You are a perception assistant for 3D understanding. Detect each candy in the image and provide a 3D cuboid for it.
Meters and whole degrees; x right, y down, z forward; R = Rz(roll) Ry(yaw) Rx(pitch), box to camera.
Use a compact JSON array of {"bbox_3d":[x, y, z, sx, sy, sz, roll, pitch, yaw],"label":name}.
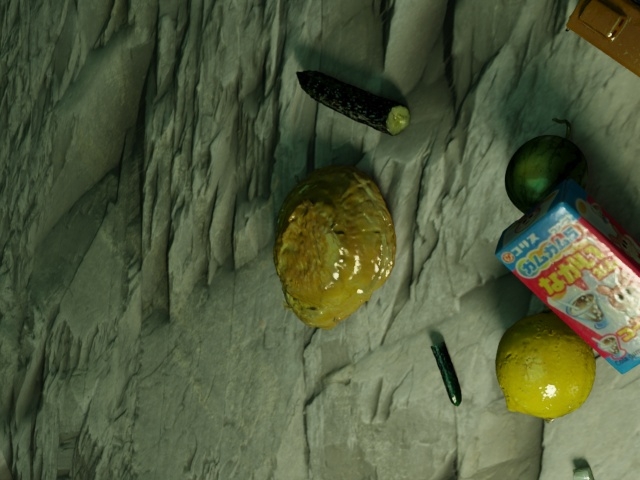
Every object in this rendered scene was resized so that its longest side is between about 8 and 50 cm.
[{"bbox_3d":[0.455,0.061,1.347,0.306,0.100,0.157,44,126,-3],"label":"candy"}]

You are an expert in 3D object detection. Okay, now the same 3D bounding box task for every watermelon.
[{"bbox_3d":[0.407,-0.127,1.432,0.140,0.141,0.187,23,71,36],"label":"watermelon"}]

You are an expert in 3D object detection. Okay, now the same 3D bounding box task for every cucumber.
[{"bbox_3d":[0.058,-0.303,1.742,0.300,0.072,0.072,31,113,34],"label":"cucumber"},{"bbox_3d":[0.260,0.273,1.656,0.032,0.032,0.133,-26,77,39],"label":"cucumber"}]

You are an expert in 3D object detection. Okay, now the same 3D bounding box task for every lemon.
[{"bbox_3d":[0.400,0.218,1.445,0.173,0.173,0.206,12,87,39],"label":"lemon"}]

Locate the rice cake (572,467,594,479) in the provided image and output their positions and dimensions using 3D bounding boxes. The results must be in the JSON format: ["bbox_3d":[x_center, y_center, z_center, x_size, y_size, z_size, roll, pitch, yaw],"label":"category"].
[{"bbox_3d":[0.495,0.505,1.483,0.042,0.030,0.180,-19,82,34],"label":"rice cake"}]

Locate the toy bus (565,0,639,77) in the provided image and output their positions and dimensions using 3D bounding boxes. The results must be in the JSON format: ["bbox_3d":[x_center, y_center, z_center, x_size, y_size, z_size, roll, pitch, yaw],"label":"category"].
[{"bbox_3d":[0.505,-0.338,1.333,0.201,0.114,0.098,46,120,27],"label":"toy bus"}]

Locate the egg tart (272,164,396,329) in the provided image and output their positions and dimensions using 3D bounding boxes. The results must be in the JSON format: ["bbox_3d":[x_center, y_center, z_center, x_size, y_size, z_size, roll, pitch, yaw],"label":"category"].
[{"bbox_3d":[0.000,0.000,1.772,0.351,0.153,0.340,-36,69,35],"label":"egg tart"}]
